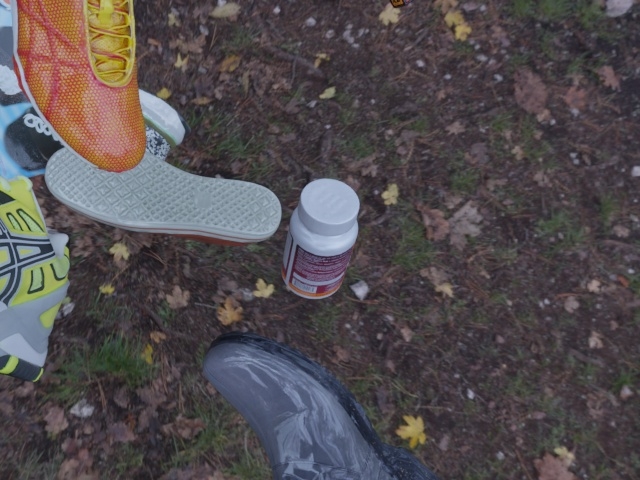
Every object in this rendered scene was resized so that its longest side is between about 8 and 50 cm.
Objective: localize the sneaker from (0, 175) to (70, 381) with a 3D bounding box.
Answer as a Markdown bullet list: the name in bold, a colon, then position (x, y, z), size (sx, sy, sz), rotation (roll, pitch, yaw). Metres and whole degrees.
- **sneaker**: position (-0.286, -0.003, 0.449), size (0.145, 0.384, 0.147), rotation (15, 70, -2)

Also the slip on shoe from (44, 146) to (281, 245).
- **slip on shoe**: position (-0.225, -0.055, 0.923), size (0.331, 0.101, 0.123), rotation (12, 69, -18)

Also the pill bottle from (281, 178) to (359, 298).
- **pill bottle**: position (0.000, 0.000, 1.138), size (0.121, 0.221, 0.121), rotation (6, 52, -7)

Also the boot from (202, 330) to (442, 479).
- **boot**: position (-0.026, 0.263, 0.642), size (0.338, 0.118, 0.222), rotation (38, 49, 2)

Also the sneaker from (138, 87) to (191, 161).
- **sneaker**: position (-0.436, -0.219, 1.125), size (0.410, 0.158, 0.182), rotation (24, 71, -29)

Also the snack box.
- **snack box**: position (-0.404, -0.260, 0.898), size (0.187, 0.060, 0.322), rotation (-21, 120, -27)

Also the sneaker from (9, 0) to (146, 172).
- **sneaker**: position (-0.127, -0.120, 0.333), size (0.064, 0.067, 0.175), rotation (-29, 113, -45)

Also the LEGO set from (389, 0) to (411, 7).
- **LEGO set**: position (0.186, -0.329, 0.672), size (0.060, 0.244, 0.182), rotation (57, 34, -27)
